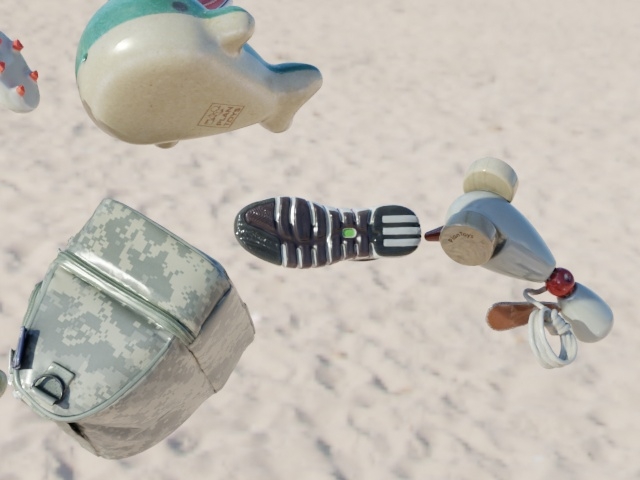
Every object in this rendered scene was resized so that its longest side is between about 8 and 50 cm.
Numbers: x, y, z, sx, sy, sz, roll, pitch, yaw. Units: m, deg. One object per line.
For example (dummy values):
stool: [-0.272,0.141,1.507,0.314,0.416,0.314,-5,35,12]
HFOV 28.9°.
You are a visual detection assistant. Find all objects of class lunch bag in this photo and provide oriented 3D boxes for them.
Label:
lunch bag: [-0.238,0.129,1.512,0.213,0.256,0.305,29,-16,13]

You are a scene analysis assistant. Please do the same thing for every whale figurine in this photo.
whale figurine: [-0.136,-0.192,1.364,0.272,0.216,0.141,4,52,-33]

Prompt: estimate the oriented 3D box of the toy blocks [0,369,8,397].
toy blocks: [-0.492,0.148,1.633,0.123,0.054,0.148,26,-17,34]

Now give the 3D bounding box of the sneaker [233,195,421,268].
sneaker: [0.000,0.000,1.882,0.281,0.106,0.162,4,-8,-11]

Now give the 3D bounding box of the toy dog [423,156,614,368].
toy dog: [0.282,0.044,1.889,0.220,0.333,0.161,-31,2,-42]

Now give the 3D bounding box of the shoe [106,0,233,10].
shoe: [-0.216,-0.342,1.788,0.178,0.081,0.063,-22,47,-4]

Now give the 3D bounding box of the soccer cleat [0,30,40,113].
soccer cleat: [-0.363,-0.198,1.245,0.076,0.196,0.068,-32,21,29]
